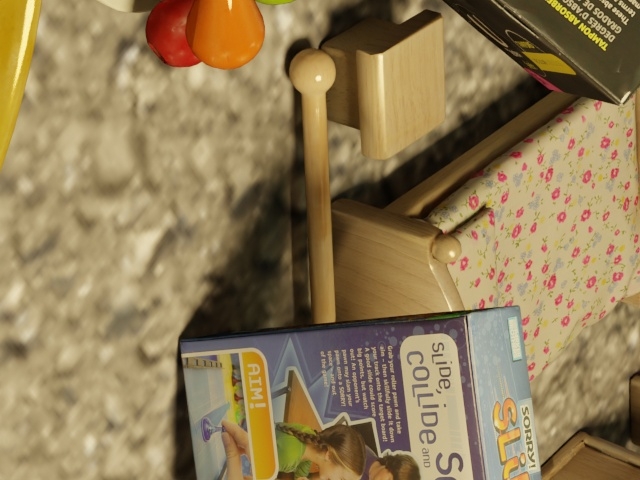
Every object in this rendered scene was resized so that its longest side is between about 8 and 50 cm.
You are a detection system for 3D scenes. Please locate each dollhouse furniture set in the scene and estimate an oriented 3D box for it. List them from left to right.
[{"bbox_3d":[0.169,0.028,0.902,0.303,0.174,0.355,-36,133,-39],"label":"dollhouse furniture set"}]

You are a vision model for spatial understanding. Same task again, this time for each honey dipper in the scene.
[{"bbox_3d":[0.000,0.000,0.788,0.030,0.030,0.161,-28,124,-44],"label":"honey dipper"}]

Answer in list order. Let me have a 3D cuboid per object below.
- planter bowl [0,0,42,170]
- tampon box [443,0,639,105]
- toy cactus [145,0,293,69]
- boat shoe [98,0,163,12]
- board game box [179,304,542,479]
[{"bbox_3d":[-0.154,-0.048,0.477,0.217,0.090,0.217,18,90,-76],"label":"planter bowl"},{"bbox_3d":[0.110,-0.142,0.719,0.161,0.101,0.120,-50,-172,3],"label":"tampon box"},{"bbox_3d":[0.006,-0.144,0.508,0.180,0.112,0.219,-29,146,-13],"label":"toy cactus"},{"bbox_3d":[-0.013,-0.159,0.645,0.254,0.079,0.095,-45,141,-28],"label":"boat shoe"},{"bbox_3d":[0.020,0.129,0.727,0.035,0.136,0.201,-7,90,-52],"label":"board game box"}]
